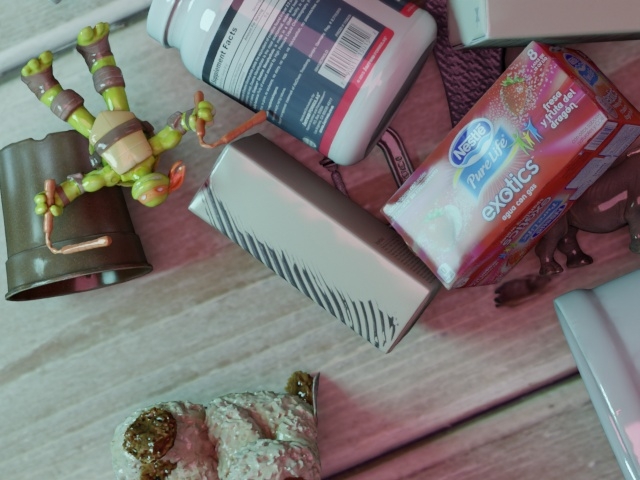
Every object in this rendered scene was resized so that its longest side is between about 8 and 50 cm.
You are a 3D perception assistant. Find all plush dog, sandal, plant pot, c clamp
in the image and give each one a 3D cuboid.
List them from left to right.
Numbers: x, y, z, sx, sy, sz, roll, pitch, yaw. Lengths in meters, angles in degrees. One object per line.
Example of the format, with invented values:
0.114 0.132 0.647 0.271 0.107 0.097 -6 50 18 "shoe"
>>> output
-0.284 -0.030 1.866 0.167 0.167 0.165 -13 85 6 "plant pot"
-0.119 0.233 1.848 0.225 0.262 0.211 3 60 -4 "plush dog"
0.048 -0.047 1.898 0.137 0.022 0.161 -16 92 6 "c clamp"
0.170 -0.206 1.870 0.097 0.054 0.255 -2 102 12 "sandal"

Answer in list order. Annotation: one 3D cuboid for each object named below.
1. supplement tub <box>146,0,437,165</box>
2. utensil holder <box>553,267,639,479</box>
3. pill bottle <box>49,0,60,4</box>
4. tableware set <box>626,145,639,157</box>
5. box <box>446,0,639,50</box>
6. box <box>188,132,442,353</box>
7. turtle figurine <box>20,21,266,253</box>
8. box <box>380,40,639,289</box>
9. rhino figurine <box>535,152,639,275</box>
-0.029 -0.223 1.810 0.272 0.191 0.191 32 95 4 "supplement tub"
0.480 0.135 1.724 0.385 0.327 0.328 -23 91 3 "utensil holder"
-0.248 -0.364 1.861 0.208 0.117 0.117 -42 89 6 "pill bottle"
0.419 -0.041 1.866 0.141 0.020 0.169 -7 92 5 "tableware set"
0.297 -0.272 1.765 0.311 0.148 0.121 -4 93 -12 "box"
0.000 0.000 1.846 0.275 0.113 0.094 36 107 8 "box"
-0.208 -0.121 1.791 0.269 0.087 0.217 -33 80 1 "turtle figurine"
0.205 -0.077 1.778 0.257 0.128 0.123 -49 68 23 "box"
0.346 -0.040 1.831 0.243 0.073 0.106 -15 89 17 "rhino figurine"
